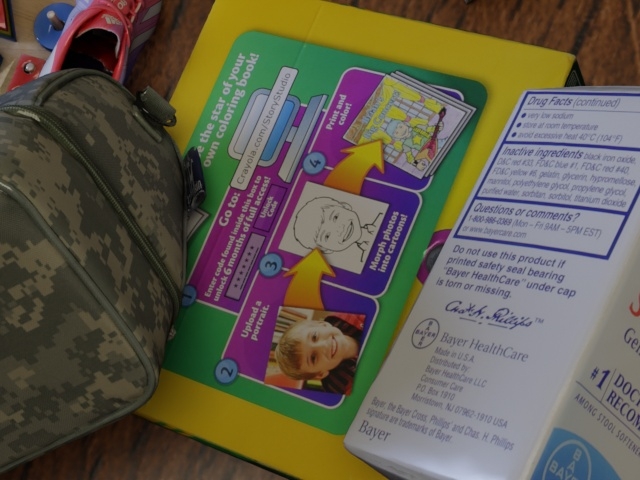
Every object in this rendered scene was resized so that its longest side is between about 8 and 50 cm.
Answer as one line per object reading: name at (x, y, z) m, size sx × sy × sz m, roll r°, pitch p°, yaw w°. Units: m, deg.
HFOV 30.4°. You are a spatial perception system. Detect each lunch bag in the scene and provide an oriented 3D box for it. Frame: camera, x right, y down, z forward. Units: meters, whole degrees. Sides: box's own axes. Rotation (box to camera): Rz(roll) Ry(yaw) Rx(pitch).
lunch bag at (-0.246, 0.019, 0.838) m, size 0.305 × 0.256 × 0.212 m, roll -28°, pitch 118°, yaw 17°

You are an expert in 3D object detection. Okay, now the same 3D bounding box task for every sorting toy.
sorting toy at (-0.285, -0.178, 1.054) m, size 0.275 × 0.046 × 0.132 m, roll 17°, pitch 78°, yaw 8°

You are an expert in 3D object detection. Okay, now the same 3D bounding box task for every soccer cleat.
soccer cleat at (-0.179, -0.185, 0.997) m, size 0.083 × 0.095 × 0.248 m, roll 26°, pitch 59°, yaw -18°

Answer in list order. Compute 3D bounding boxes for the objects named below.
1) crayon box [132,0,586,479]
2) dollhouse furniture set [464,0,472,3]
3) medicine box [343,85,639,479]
crayon box at (0.000, 0.000, 0.925) m, size 0.313 × 0.106 × 0.362 m, roll 17°, pitch 77°, yaw 26°
dollhouse furniture set at (0.154, -0.317, 0.991) m, size 0.129 × 0.183 × 0.129 m, roll -28°, pitch 77°, yaw -4°
medicine box at (0.202, 0.086, 0.794) m, size 0.149 × 0.263 × 0.289 m, roll 10°, pitch 66°, yaw 51°
